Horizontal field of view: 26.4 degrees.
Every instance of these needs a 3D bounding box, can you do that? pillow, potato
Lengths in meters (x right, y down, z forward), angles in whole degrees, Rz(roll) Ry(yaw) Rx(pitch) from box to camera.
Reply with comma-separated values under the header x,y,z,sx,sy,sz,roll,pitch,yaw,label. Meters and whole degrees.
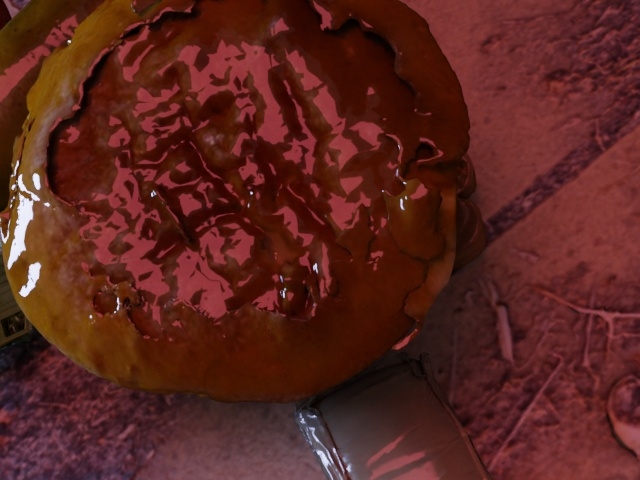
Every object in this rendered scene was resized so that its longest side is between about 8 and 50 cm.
x,y,z,sx,sy,sz,roll,pitch,yaw,label
0.066,0.179,1.039,0.119,0.053,0.208,-28,55,0,pillow
-0.213,-0.163,1.238,0.369,0.176,0.195,-45,27,-26,potato

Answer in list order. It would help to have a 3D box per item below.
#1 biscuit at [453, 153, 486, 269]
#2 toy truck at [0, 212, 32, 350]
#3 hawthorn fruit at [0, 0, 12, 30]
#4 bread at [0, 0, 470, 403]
x,y,z,sx,sy,sz,roll,pitch,yaw,label
0.000,0.000,1.174,0.288,0.044,0.202,-18,62,9,biscuit
-0.334,0.062,1.208,0.259,0.135,0.128,-31,26,-27,toy truck
-0.402,-0.187,1.357,0.215,0.215,0.250,-25,51,6,hawthorn fruit
-0.056,-0.042,1.061,0.358,0.204,0.337,5,82,15,bread
